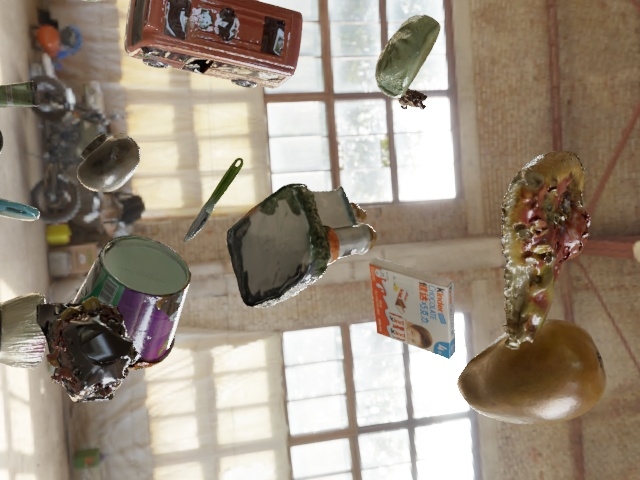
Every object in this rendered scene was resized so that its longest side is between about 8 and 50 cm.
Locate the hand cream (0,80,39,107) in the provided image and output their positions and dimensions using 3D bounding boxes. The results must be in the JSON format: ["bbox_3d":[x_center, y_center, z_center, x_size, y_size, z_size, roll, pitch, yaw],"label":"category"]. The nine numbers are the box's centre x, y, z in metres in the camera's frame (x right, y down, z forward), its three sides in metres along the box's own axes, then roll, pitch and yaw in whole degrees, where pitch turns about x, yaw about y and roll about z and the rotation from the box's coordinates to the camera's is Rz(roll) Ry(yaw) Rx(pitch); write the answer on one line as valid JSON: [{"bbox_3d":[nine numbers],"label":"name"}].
[{"bbox_3d":[-0.905,-0.399,1.913,0.055,0.235,0.086,117,-39,-65],"label":"hand cream"}]

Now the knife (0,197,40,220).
[{"bbox_3d":[-0.689,-0.079,1.419,0.064,0.221,0.032,121,-20,-64],"label":"knife"}]

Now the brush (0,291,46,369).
[{"bbox_3d":[-0.656,0.233,1.411,0.174,0.166,0.267,-18,-110,56],"label":"brush"}]

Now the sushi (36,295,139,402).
[{"bbox_3d":[-0.389,0.184,1.177,0.150,0.153,0.172,-25,-113,55],"label":"sushi"}]

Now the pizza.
[{"bbox_3d":[0.458,0.024,1.387,0.439,0.130,0.406,-8,108,-58],"label":"pizza"}]

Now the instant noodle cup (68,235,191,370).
[{"bbox_3d":[-0.400,0.120,1.472,0.190,0.251,0.251,-61,-151,28],"label":"instant noodle cup"}]

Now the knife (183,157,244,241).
[{"bbox_3d":[-0.194,-0.073,1.256,0.184,0.022,0.026,-55,-177,1],"label":"knife"}]

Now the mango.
[{"bbox_3d":[0.491,0.322,1.627,0.378,0.263,0.221,-33,-139,46],"label":"mango"}]

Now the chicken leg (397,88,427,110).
[{"bbox_3d":[0.300,-0.473,2.335,0.089,0.048,0.219,48,-8,-18],"label":"chicken leg"}]

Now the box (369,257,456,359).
[{"bbox_3d":[0.274,0.202,2.055,0.264,0.048,0.274,15,-52,34],"label":"box"}]

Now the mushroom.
[{"bbox_3d":[-0.583,-0.211,1.887,0.141,0.188,0.117,46,5,-13],"label":"mushroom"}]

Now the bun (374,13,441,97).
[{"bbox_3d":[0.211,-0.470,1.735,0.221,0.108,0.221,-59,177,-5],"label":"bun"}]

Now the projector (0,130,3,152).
[{"bbox_3d":[-0.749,-0.185,1.488,0.337,0.108,0.108,-7,-92,61],"label":"projector"}]

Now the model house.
[{"bbox_3d":[0.000,0.000,1.410,0.271,0.300,0.190,-34,-107,48],"label":"model house"}]

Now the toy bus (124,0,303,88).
[{"bbox_3d":[-0.270,-0.527,1.766,0.233,0.426,0.203,-172,-90,-67],"label":"toy bus"}]
